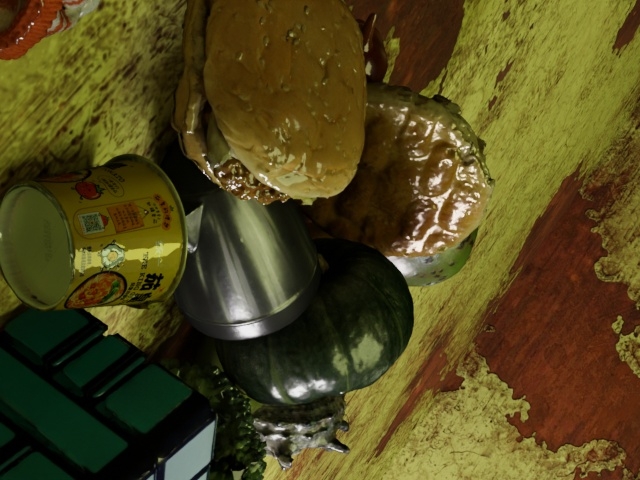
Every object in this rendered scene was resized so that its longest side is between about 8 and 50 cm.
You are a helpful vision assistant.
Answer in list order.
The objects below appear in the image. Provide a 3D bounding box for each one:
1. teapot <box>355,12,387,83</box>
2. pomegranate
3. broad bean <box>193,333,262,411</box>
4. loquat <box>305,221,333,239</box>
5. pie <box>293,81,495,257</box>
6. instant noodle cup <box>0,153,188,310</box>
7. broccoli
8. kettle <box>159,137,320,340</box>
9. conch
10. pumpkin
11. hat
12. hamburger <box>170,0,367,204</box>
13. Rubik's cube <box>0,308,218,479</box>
[{"bbox_3d":[0.046,-0.276,1.485,0.116,0.116,0.173,-49,-177,-23],"label":"teapot"},{"bbox_3d":[0.167,-0.058,1.781,0.290,0.291,0.323,-61,158,7],"label":"pomegranate"},{"bbox_3d":[-0.117,0.200,1.714,0.238,0.119,0.291,-61,157,1],"label":"broad bean"},{"bbox_3d":[-0.017,0.037,1.693,0.141,0.141,0.141,-46,155,-29],"label":"loquat"},{"bbox_3d":[0.095,-0.102,1.515,0.339,0.339,0.083,97,8,-45],"label":"pie"},{"bbox_3d":[-0.258,-0.001,1.102,0.144,0.182,0.182,-11,129,-50],"label":"instant noodle cup"},{"bbox_3d":[-0.216,0.363,1.520,0.338,0.277,0.317,-28,127,19],"label":"broccoli"},{"bbox_3d":[-0.108,-0.041,1.323,0.251,0.207,0.271,-32,135,-15],"label":"kettle"},{"bbox_3d":[-0.063,0.328,1.907,0.186,0.241,0.313,66,24,-23],"label":"conch"},{"bbox_3d":[-0.014,0.113,1.486,0.300,0.300,0.207,-40,125,-38],"label":"pumpkin"},{"bbox_3d":[-0.251,-0.225,0.928,0.112,0.093,0.162,-39,174,25],"label":"hat"},{"bbox_3d":[-0.050,-0.182,1.183,0.259,0.145,0.283,10,82,-53],"label":"hamburger"},{"bbox_3d":[-0.320,0.284,1.179,0.283,0.288,0.293,-38,148,-39],"label":"Rubik's cube"}]
